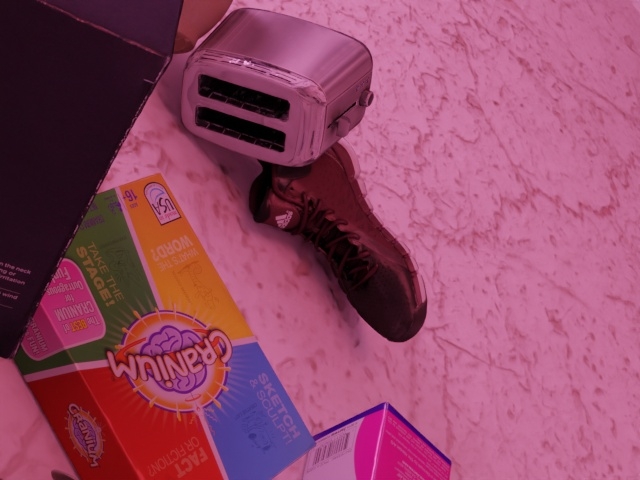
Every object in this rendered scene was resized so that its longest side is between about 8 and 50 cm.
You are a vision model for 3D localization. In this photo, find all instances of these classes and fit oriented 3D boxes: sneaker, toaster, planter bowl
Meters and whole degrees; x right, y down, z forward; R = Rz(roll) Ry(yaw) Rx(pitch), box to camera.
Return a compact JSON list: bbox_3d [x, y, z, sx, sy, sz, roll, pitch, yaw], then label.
[{"bbox_3d":[0.000,0.000,1.514,0.162,0.106,0.281,-4,58,-47],"label":"sneaker"},{"bbox_3d":[-0.061,-0.175,1.494,0.227,0.129,0.146,20,36,13],"label":"toaster"},{"bbox_3d":[-0.173,-0.272,1.458,0.162,0.162,0.109,23,74,-42],"label":"planter bowl"}]

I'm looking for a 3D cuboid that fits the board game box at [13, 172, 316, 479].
[{"bbox_3d":[-0.161,0.109,1.229,0.316,0.064,0.242,60,33,2],"label":"board game box"}]

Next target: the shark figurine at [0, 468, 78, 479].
[{"bbox_3d":[-0.226,0.208,1.066,0.278,0.166,0.116,38,9,0],"label":"shark figurine"}]

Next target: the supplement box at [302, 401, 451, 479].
[{"bbox_3d":[0.045,0.289,1.312,0.114,0.111,0.220,44,36,-22],"label":"supplement box"}]

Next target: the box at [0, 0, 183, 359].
[{"bbox_3d":[-0.239,-0.148,1.036,0.179,0.312,0.343,24,35,-17],"label":"box"}]
